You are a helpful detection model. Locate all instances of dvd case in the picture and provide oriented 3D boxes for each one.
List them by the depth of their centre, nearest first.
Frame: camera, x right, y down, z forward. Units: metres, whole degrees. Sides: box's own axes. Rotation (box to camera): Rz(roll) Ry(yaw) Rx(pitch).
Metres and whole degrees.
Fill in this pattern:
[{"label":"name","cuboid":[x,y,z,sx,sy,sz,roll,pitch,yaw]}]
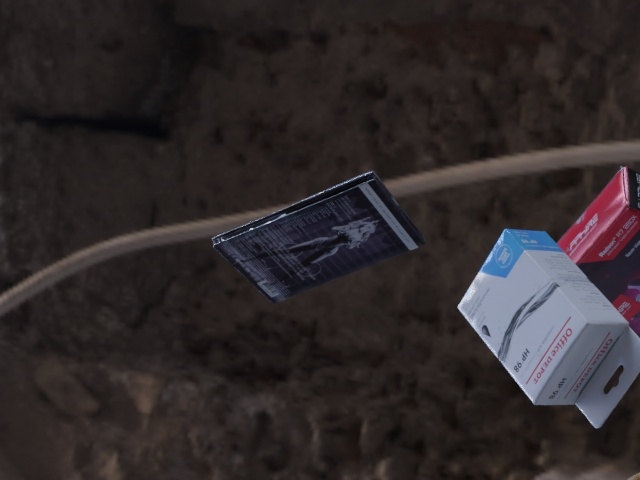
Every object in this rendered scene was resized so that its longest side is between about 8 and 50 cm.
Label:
[{"label":"dvd case","cuboid":[0.000,0.000,1.692,0.164,0.221,0.018,48,-154,-50]}]

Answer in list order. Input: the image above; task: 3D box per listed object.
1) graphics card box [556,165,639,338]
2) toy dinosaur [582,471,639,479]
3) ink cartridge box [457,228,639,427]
[{"label":"graphics card box","cuboid":[0.530,0.063,1.952,0.094,0.371,0.233,-81,19,-46]},{"label":"toy dinosaur","cuboid":[0.470,0.395,2.115,0.211,0.112,0.064,-36,-56,-58]},{"label":"ink cartridge box","cuboid":[0.219,0.083,1.295,0.060,0.180,0.104,5,-56,-37]}]
